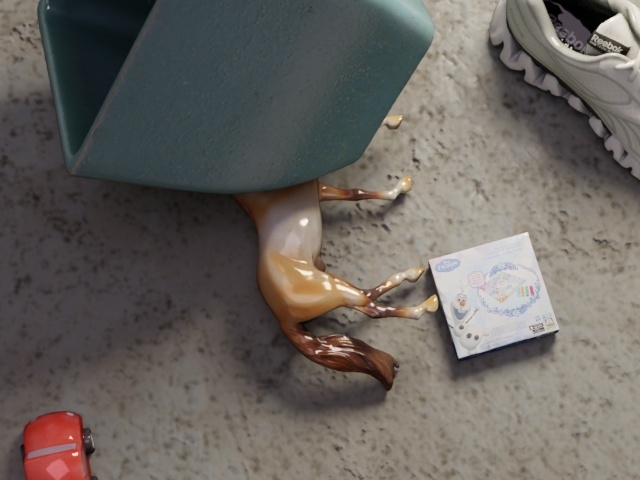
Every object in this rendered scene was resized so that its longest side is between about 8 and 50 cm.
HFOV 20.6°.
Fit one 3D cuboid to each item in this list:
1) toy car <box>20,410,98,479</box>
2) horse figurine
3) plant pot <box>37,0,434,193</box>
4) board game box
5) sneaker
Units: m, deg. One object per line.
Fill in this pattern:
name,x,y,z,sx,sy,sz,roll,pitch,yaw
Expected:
toy car,-0.178,0.275,1.440,0.225,0.053,0.239,19,77,7
horse figurine,0.000,0.000,1.500,0.174,0.066,0.263,-8,73,-6
plant pot,-0.058,-0.183,1.432,0.252,0.247,0.248,15,34,-27
board game box,0.147,0.048,1.505,0.090,0.020,0.090,-16,76,-2
sneaker,0.272,-0.133,1.500,0.292,0.118,0.110,35,78,8
